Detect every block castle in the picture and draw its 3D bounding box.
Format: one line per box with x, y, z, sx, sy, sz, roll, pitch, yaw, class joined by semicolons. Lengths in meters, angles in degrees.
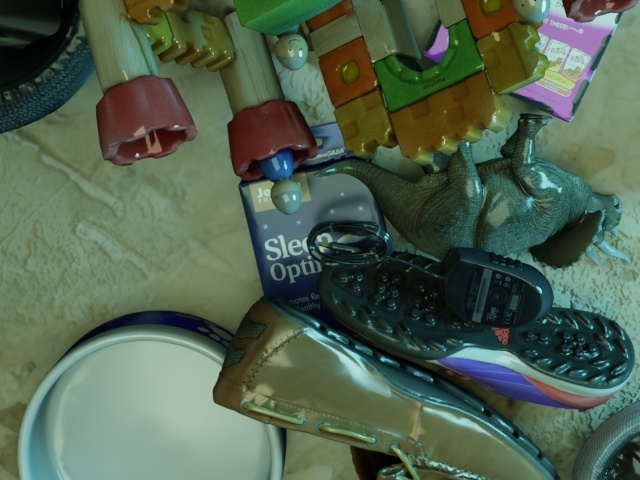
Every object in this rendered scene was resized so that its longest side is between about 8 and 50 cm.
0.042;-0.189;1.675;0.453;0.303;0.213;-25;76;26;block castle

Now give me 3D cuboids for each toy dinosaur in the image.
0.154;-0.040;1.833;0.313;0.121;0.160;-3;97;-7;toy dinosaur

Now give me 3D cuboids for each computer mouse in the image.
0.105;0.025;1.816;0.242;0.041;0.071;18;122;7;computer mouse

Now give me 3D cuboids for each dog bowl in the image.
-0.166;0.208;1.928;0.265;0.104;0.265;1;101;3;dog bowl

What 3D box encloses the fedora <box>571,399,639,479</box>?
0.386;0.263;1.899;0.275;0.124;0.244;15;100;8;fedora

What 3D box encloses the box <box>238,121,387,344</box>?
0.000;0.000;1.912;0.136;0.036;0.225;-12;100;5;box

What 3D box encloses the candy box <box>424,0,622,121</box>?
0.218;-0.253;1.828;0.159;0.071;0.233;25;102;0;candy box

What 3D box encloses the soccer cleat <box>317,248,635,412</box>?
0.145;0.099;1.880;0.318;0.116;0.109;16;59;-4;soccer cleat

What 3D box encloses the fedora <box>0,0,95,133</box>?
-0.344;-0.258;1.816;0.334;0.152;0.334;1;101;6;fedora

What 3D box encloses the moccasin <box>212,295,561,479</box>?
0.071;0.193;1.860;0.380;0.139;0.147;27;92;-28;moccasin
